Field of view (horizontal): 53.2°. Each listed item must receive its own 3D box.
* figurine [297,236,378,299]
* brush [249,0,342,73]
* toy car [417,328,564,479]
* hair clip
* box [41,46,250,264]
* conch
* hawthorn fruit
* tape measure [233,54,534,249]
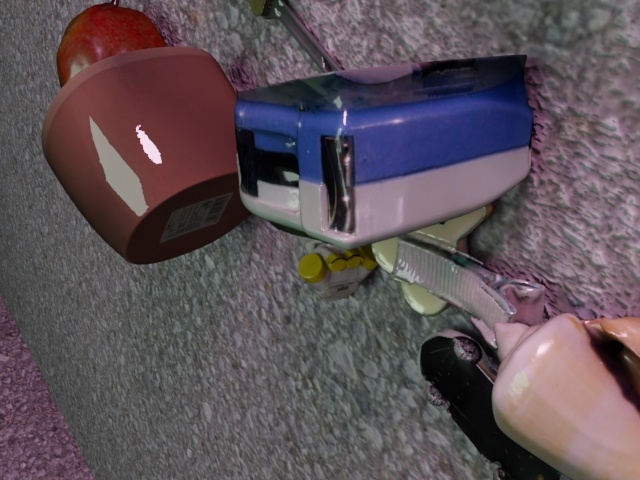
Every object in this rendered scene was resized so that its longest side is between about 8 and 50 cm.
[{"bbox_3d":[0.000,-0.005,0.854,0.129,0.109,0.178,109,140,-67],"label":"figurine"},{"bbox_3d":[-0.022,-0.263,0.839,0.266,0.027,0.062,54,139,26],"label":"brush"},{"bbox_3d":[0.184,0.181,0.697,0.205,0.056,0.095,51,137,34],"label":"toy car"},{"bbox_3d":[0.139,0.025,0.690,0.218,0.071,0.159,31,123,45],"label":"hair clip"},{"bbox_3d":[-0.230,-0.115,0.959,0.216,0.301,0.301,55,139,14],"label":"box"},{"bbox_3d":[0.260,0.153,0.562,0.255,0.127,0.158,43,101,8],"label":"conch"},{"bbox_3d":[-0.364,-0.332,1.143,0.208,0.208,0.248,-21,69,53],"label":"hawthorn fruit"},{"bbox_3d":[0.044,-0.090,0.617,0.262,0.259,0.138,8,108,52],"label":"tape measure"}]
